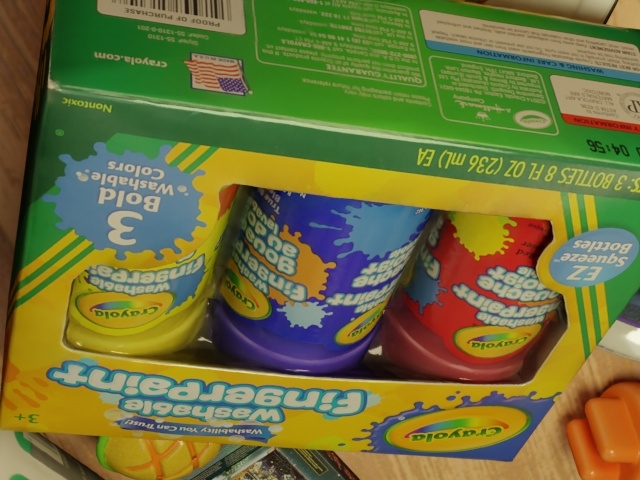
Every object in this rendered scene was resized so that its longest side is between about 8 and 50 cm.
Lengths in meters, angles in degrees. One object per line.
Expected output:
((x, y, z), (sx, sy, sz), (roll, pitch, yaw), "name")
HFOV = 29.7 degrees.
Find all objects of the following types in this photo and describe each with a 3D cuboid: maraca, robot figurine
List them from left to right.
((-0.124, 0.162, 1.107), (0.185, 0.099, 0.127), (-6, 136, -44), "maraca")
((0.370, 0.215, 1.275), (0.219, 0.128, 0.158), (6, 100, -19), "robot figurine")

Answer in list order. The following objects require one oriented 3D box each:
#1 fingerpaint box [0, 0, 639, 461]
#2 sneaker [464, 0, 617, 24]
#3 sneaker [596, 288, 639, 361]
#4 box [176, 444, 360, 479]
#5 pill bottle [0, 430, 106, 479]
((0.000, 0.000, 0.911), (0.444, 0.163, 0.371), (7, 138, -15), "fingerpaint box")
((0.157, -0.157, 1.004), (0.123, 0.106, 0.290), (27, 125, 7), "sneaker")
((0.398, 0.020, 1.181), (0.322, 0.130, 0.236), (16, 88, 1), "sneaker")
((-0.036, 0.283, 1.240), (0.159, 0.044, 0.233), (-34, 125, 6), "box")
((-0.239, 0.316, 1.101), (0.204, 0.204, 0.361), (-38, 124, 9), "pill bottle")
